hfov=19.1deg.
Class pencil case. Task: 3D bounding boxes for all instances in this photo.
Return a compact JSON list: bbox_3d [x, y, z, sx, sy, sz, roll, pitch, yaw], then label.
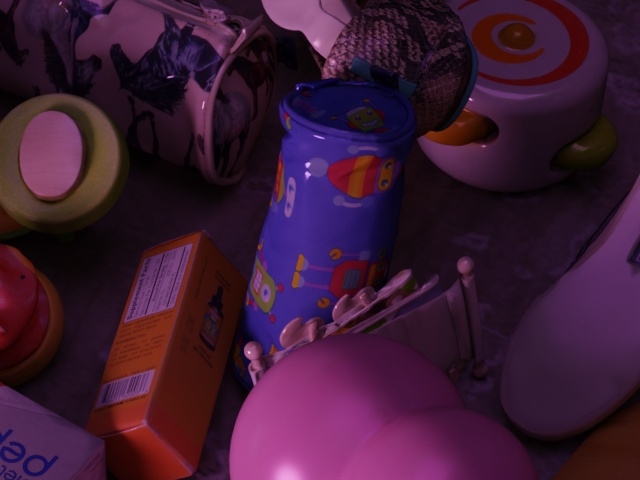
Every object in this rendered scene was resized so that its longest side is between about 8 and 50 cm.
[{"bbox_3d":[0.000,0.000,1.656,0.119,0.306,0.133,-10,37,-31],"label":"pencil case"},{"bbox_3d":[-0.232,-0.212,1.915,0.410,0.183,0.160,25,27,19],"label":"pencil case"}]

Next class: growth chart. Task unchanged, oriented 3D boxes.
[{"bbox_3d":[0.046,0.100,1.655,0.237,0.172,0.021,-22,43,-20],"label":"growth chart"}]

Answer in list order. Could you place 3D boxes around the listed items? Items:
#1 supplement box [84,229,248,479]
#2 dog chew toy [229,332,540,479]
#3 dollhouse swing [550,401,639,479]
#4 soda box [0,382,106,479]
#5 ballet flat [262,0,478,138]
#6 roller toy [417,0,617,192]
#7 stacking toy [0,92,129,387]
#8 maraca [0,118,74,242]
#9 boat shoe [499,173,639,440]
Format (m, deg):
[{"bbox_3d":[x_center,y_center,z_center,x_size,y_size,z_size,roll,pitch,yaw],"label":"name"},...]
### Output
[{"bbox_3d":[-0.134,0.103,1.687,0.080,0.078,0.233,-17,38,31],"label":"supplement box"},{"bbox_3d":[0.079,0.208,1.497,0.207,0.206,0.332,-31,40,-28],"label":"dog chew toy"},{"bbox_3d":[0.359,0.312,1.549,0.347,0.305,0.315,-44,104,-35],"label":"dollhouse swing"},{"bbox_3d":[-0.322,0.163,1.622,0.286,0.091,0.098,27,51,20],"label":"soda box"},{"bbox_3d":[0.020,-0.244,1.867,0.182,0.164,0.483,21,19,-18],"label":"ballet flat"},{"bbox_3d":[0.188,-0.159,1.916,0.209,0.146,0.191,-3,47,-6],"label":"roller toy"},{"bbox_3d":[-0.336,-0.051,1.699,0.309,0.130,0.279,30,80,11],"label":"stacking toy"},{"bbox_3d":[-0.302,-0.057,1.826,0.186,0.099,0.127,9,72,-11],"label":"maraca"},{"bbox_3d":[0.292,0.052,1.759,0.127,0.158,0.340,35,82,20],"label":"boat shoe"}]
